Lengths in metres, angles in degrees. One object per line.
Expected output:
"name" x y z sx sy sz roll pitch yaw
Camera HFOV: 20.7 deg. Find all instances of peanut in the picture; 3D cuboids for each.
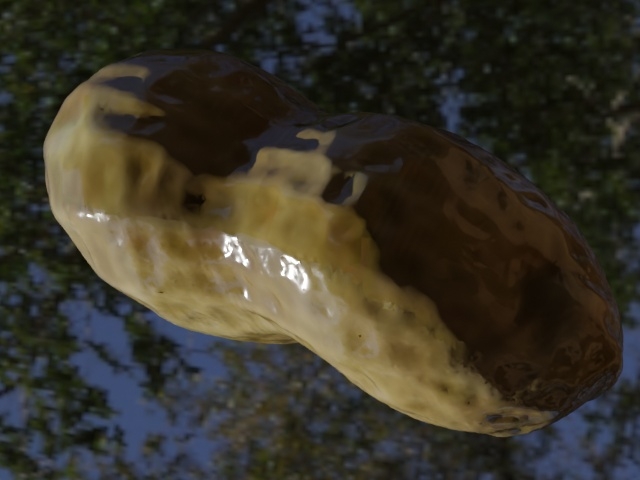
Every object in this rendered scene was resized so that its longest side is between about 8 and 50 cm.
"peanut" 0.001 0.001 0.508 0.089 0.192 0.089 -32 -47 -41
